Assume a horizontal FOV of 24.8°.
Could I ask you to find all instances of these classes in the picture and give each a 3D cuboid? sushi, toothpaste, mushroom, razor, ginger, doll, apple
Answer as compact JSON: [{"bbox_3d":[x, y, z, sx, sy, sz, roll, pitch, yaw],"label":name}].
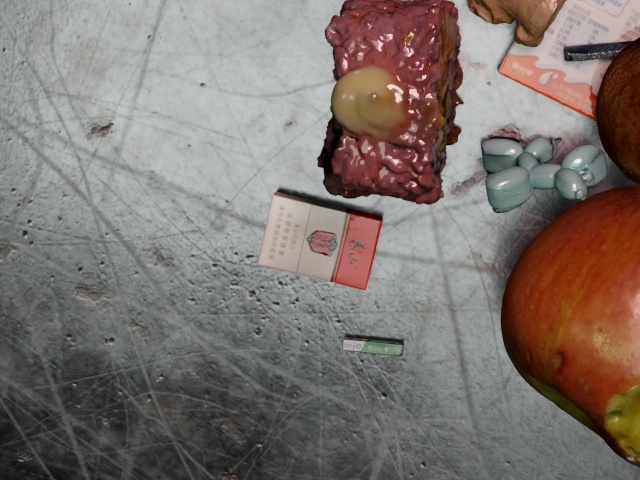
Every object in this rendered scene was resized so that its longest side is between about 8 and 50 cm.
[{"bbox_3d":[0.085,-0.183,1.835,0.171,0.236,0.270,8,105,12],"label":"sushi"},{"bbox_3d":[0.072,0.146,1.998,0.083,0.020,0.017,5,99,4],"label":"toothpaste"},{"bbox_3d":[0.446,-0.159,1.791,0.194,0.138,0.231,22,120,-14],"label":"mushroom"},{"bbox_3d":[0.406,-0.242,1.848,0.190,0.033,0.066,-2,130,10],"label":"razor"},{"bbox_3d":[0.231,-0.347,1.851,0.213,0.074,0.137,49,112,19],"label":"ginger"},{"bbox_3d":[0.288,-0.089,1.871,0.159,0.159,0.059,-14,122,3],"label":"doll"},{"bbox_3d":[0.400,0.100,1.807,0.340,0.339,0.339,1,100,5],"label":"apple"}]

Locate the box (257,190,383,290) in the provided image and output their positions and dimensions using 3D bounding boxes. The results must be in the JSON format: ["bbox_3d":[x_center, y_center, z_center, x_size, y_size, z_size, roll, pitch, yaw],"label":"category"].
[{"bbox_3d":[0.000,0.000,1.966,0.152,0.048,0.100,14,103,4],"label":"box"}]

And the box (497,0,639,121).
[{"bbox_3d":[0.408,-0.276,1.878,0.273,0.048,0.265,27,102,0],"label":"box"}]
